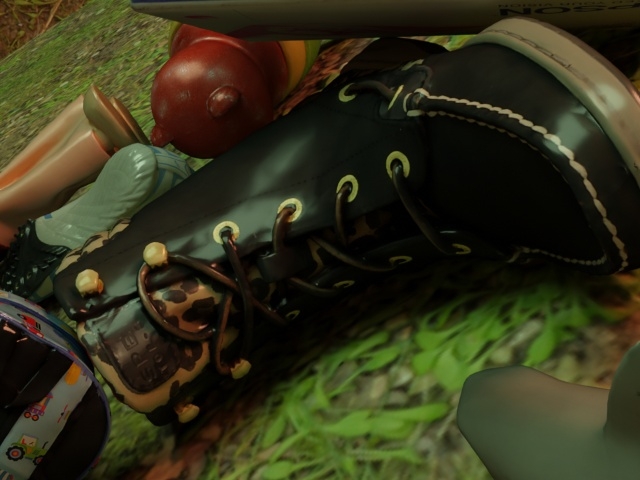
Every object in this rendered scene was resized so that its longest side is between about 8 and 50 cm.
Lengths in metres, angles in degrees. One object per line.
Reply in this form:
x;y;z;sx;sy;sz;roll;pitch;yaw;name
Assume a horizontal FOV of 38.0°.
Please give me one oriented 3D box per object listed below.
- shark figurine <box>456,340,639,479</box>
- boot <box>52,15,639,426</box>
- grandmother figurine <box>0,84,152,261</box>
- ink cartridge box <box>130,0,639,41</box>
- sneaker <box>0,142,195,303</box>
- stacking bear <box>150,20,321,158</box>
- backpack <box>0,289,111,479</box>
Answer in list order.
0.158;0.052;0.308;0.278;0.116;0.166;-21;30;26;shark figurine
0.000;0.000;0.531;0.284;0.138;0.377;-34;23;-7;boot
-0.330;-0.020;0.937;0.342;0.104;0.208;-35;-12;2;grandmother figurine
0.080;-0.178;0.650;0.323;0.072;0.330;1;7;14;ink cartridge box
-0.206;-0.002;0.845;0.237;0.086;0.085;-32;53;26;sneaker
-0.080;-0.189;0.931;0.175;0.164;0.289;-16;35;29;stacking bear
-0.205;0.097;0.531;0.173;0.158;0.117;-49;20;15;backpack
